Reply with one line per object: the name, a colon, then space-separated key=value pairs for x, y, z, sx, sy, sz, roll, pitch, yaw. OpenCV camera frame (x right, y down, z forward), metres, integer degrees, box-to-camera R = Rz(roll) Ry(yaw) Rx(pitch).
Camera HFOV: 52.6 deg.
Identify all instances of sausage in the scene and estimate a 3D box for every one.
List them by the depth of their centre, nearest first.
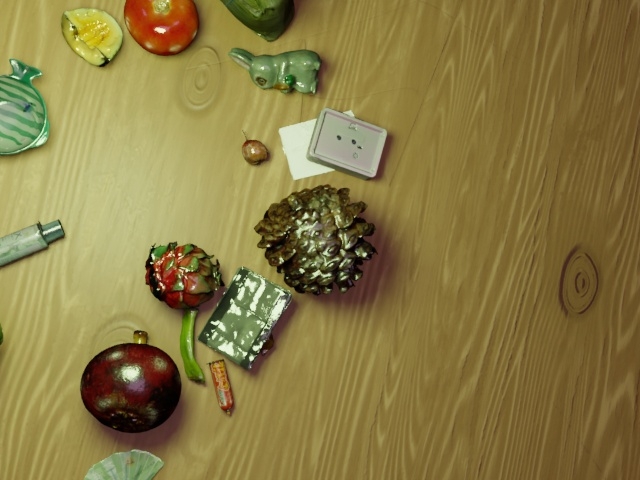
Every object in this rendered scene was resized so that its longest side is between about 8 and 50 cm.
sausage: x=-0.257 y=0.384 z=1.689 sx=0.050 sy=0.048 sz=0.145 roll=-13 pitch=90 yaw=-53

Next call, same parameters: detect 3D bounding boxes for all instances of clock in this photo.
clock: x=0.072 y=-0.269 z=1.812 sx=0.197 sy=0.063 sz=0.150 roll=17 pitch=81 yaw=-13

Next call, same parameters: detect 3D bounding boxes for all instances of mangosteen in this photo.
mangosteen: x=-0.454 y=0.330 z=1.580 sx=0.236 sy=0.235 sz=0.261 roll=11 pitch=39 yaw=-13

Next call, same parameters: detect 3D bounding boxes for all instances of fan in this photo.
fan: x=-0.513 y=0.605 z=1.626 sx=0.240 sy=0.009 sz=0.131 roll=-29 pitch=90 yaw=-14

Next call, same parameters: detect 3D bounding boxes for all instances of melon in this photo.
melon: x=-0.579 y=-0.523 z=1.673 sx=0.160 sy=0.079 sz=0.128 roll=46 pitch=59 yaw=-6

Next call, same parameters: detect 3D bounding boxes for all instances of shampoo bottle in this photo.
shampoo bottle: x=-0.737 y=0.008 z=1.588 sx=0.214 sy=0.072 sz=0.072 roll=-25 pitch=92 yaw=-15

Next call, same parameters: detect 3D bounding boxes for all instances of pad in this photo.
pad: x=-0.199 y=0.198 z=1.699 sx=0.174 sy=0.022 sz=0.233 roll=28 pitch=79 yaw=15
pad: x=0.008 y=-0.269 z=1.831 sx=0.232 sy=0.004 sz=0.156 roll=-17 pitch=90 yaw=-15

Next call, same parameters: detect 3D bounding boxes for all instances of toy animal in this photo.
toy animal: x=-0.125 y=-0.468 z=1.771 sx=0.252 sy=0.127 sz=0.125 roll=8 pitch=95 yaw=1

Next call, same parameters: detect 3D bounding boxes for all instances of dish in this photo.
dish: x=-0.769 y=-0.316 z=1.600 sx=0.224 sy=0.078 sz=0.246 roll=24 pitch=81 yaw=-12

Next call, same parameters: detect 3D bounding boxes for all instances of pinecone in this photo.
pinecone: x=0.002 y=0.002 z=1.683 sx=0.298 sy=0.242 sz=0.295 roll=-26 pitch=94 yaw=6

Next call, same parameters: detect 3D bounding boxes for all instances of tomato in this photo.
tomato: x=-0.411 y=-0.576 z=1.683 sx=0.195 sy=0.136 sz=0.195 roll=2 pitch=82 yaw=-13

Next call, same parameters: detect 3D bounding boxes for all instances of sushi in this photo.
sushi: x=-0.159 y=0.246 z=1.723 sx=0.060 sy=0.061 sz=0.117 roll=-16 pitch=69 yaw=-7

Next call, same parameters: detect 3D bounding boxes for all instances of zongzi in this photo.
zongzi: x=-0.220 y=-0.705 z=1.654 sx=0.160 sy=0.323 sz=0.360 roll=-45 pitch=93 yaw=-5

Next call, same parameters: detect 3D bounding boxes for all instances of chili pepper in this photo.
chili pepper: x=-0.336 y=0.273 z=1.677 sx=0.050 sy=0.052 sz=0.201 roll=-1 pitch=84 yaw=-46

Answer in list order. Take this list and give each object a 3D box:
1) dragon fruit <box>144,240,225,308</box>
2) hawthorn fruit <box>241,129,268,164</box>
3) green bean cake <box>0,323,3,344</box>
dragon fruit: x=-0.345 y=0.089 z=1.630 sx=0.189 sy=0.182 sz=0.182 roll=12 pitch=82 yaw=5
hawthorn fruit: x=-0.187 y=-0.255 z=1.751 sx=0.067 sy=0.067 sz=0.103 roll=-31 pitch=91 yaw=-15
green bean cake: x=-0.913 y=0.249 z=1.404 sx=0.319 sy=0.218 sz=0.335 roll=34 pitch=102 yaw=-13
